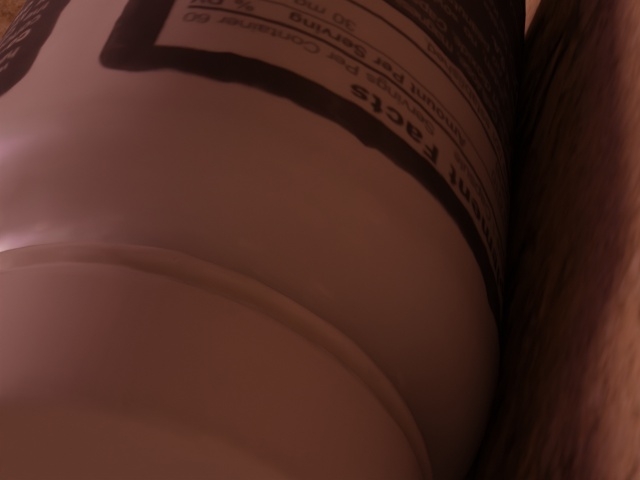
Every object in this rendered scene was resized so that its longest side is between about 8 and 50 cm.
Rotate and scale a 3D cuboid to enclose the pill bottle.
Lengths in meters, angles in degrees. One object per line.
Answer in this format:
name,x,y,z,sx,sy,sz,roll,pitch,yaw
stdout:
pill bottle,-0.034,-0.007,0.508,0.361,0.204,0.204,-75,5,-51
